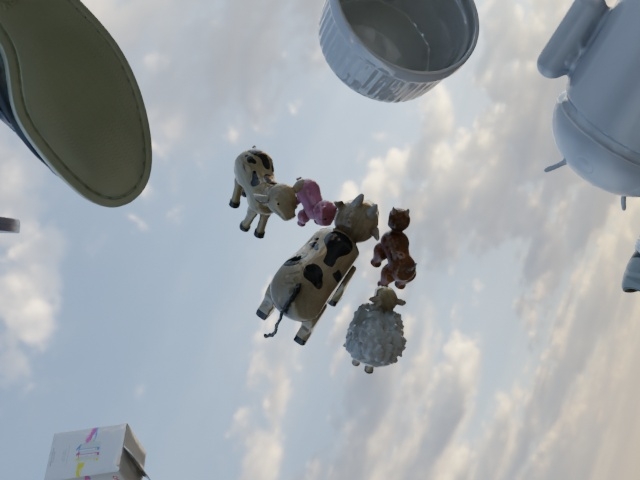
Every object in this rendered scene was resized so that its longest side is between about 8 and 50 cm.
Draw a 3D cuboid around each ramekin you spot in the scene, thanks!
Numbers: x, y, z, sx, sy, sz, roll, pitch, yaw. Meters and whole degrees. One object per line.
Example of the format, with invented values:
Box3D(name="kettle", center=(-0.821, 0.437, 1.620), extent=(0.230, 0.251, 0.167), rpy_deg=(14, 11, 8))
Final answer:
Box3D(name="ramekin", center=(0.095, -0.281, 1.237), extent=(0.207, 0.207, 0.109), rpy_deg=(-60, 7, -29))

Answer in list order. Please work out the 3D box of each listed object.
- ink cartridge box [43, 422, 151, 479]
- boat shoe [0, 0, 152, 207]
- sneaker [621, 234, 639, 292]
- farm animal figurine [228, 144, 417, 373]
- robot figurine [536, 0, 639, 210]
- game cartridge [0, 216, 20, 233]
Box3D(name="ink cartridge box", center=(-0.342, 0.354, 1.465), extent=(0.092, 0.143, 0.090), rpy_deg=(73, -169, -45))
Box3D(name="boat shoe", center=(-0.284, -0.178, 0.880), extent=(0.127, 0.113, 0.340), rpy_deg=(-47, -67, -28))
Box3D(name="sneaker", center=(0.562, 0.094, 1.368), extent=(0.100, 0.271, 0.108), rpy_deg=(12, -70, -41))
Box3D(name="farm animal figurine", center=(0.000, 0.000, 1.384), extent=(0.172, 0.330, 0.326), rpy_deg=(115, 175, -48))
Box3D(name="robot figurine", center=(0.433, -0.200, 1.199), extent=(0.200, 0.300, 0.353), rpy_deg=(-41, -18, -55))
Box3D(name="game cartridge", center=(-0.317, -0.015, 0.879), extent=(0.083, 0.056, 0.017), rpy_deg=(33, -126, -87))
